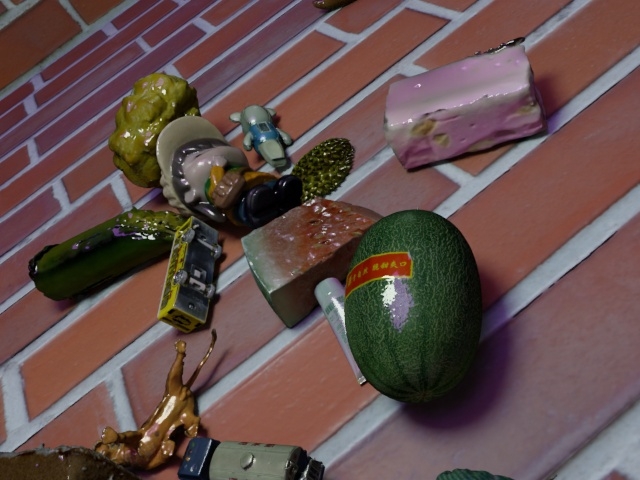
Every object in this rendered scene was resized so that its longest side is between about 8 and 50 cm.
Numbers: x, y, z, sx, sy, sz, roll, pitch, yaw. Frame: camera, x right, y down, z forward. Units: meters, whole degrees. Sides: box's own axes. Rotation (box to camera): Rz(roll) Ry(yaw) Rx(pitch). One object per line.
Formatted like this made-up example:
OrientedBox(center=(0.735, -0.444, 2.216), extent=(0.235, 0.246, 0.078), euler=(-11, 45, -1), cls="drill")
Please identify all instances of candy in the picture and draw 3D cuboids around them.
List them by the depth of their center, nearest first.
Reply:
OrientedBox(center=(0.250, -0.236, 1.069), extent=(0.265, 0.115, 0.155), euler=(-13, 45, 22), cls="candy")

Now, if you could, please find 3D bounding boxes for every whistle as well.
OrientedBox(center=(-0.126, -0.231, 1.352), extent=(0.114, 0.077, 0.235), euler=(-12, 44, -17), cls="whistle")

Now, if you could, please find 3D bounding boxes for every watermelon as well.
OrientedBox(center=(0.000, 0.000, 1.021), extent=(0.257, 0.139, 0.193), euler=(-29, 48, -6), cls="watermelon")

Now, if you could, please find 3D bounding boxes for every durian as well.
OrientedBox(center=(-0.010, -0.130, 1.190), extent=(0.215, 0.086, 0.100), euler=(-40, 7, -12), cls="durian")

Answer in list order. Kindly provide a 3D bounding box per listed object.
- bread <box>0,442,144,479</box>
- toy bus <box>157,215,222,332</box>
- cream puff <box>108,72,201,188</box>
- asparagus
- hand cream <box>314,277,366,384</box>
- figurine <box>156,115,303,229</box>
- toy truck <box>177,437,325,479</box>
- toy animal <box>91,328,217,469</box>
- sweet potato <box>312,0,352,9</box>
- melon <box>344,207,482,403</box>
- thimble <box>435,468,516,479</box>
OrientedBox(center=(-0.465, 0.385, 0.897), extent=(0.417, 0.165, 0.113), euler=(-12, 46, 23), cls="bread")
OrientedBox(center=(-0.239, 0.060, 1.129), extent=(0.074, 0.081, 0.226), euler=(-38, 37, 31), cls="toy bus")
OrientedBox(center=(-0.336, -0.234, 1.368), extent=(0.185, 0.282, 0.281), euler=(23, 62, 16), cls="cream puff")
OrientedBox(center=(-0.426, 0.010, 1.276), extent=(0.382, 0.128, 0.108), euler=(-24, -1, 10), cls="asparagus")
OrientedBox(center=(0.047, 0.129, 0.907), extent=(0.076, 0.047, 0.174), euler=(-35, 49, -2), cls="hand cream")
OrientedBox(center=(-0.182, -0.096, 1.180), extent=(0.185, 0.204, 0.332), euler=(-23, 48, -36), cls="figurine")
OrientedBox(center=(-0.092, 0.303, 0.787), extent=(0.202, 0.088, 0.074), euler=(-6, 49, 30), cls="toy truck")
OrientedBox(center=(-0.227, 0.253, 0.938), extent=(0.255, 0.114, 0.116), euler=(-51, 0, -26), cls="toy animal")
OrientedBox(center=(0.106, -0.707, 1.673), extent=(0.274, 0.067, 0.067), euler=(-23, 41, 12), cls="sweet potato")
OrientedBox(center=(0.122, 0.070, 0.800), extent=(0.182, 0.182, 0.287), euler=(-11, 46, 25), cls="melon")
OrientedBox(center=(0.171, 0.290, 0.599), extent=(0.135, 0.118, 0.090), euler=(2, 52, 35), cls="thimble")
